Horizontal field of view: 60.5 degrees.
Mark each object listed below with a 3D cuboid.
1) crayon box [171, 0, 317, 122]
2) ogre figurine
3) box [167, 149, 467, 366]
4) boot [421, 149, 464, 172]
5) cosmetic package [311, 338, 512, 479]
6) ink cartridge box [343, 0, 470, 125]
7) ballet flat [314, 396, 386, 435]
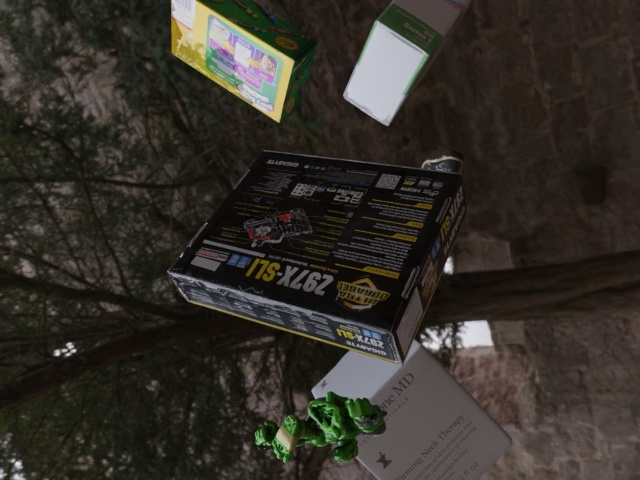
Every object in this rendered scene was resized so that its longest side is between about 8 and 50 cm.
[{"bbox_3d":[-0.155,-0.372,1.058,0.081,0.278,0.165,-53,-7,-32],"label":"crayon box"},{"bbox_3d":[0.013,0.265,0.790,0.118,0.197,0.097,21,-150,-47],"label":"ogre figurine"},{"bbox_3d":[0.000,0.000,0.730,0.257,0.322,0.079,-60,-33,-32],"label":"box"},{"bbox_3d":[0.325,-0.165,1.557,0.198,0.077,0.137,138,150,-77],"label":"boot"},{"bbox_3d":[0.242,0.493,1.559,0.394,0.329,0.327,46,176,-12],"label":"cosmetic package"},{"bbox_3d":[0.181,-0.396,1.077,0.278,0.117,0.201,-55,-2,-30],"label":"ink cartridge box"},{"bbox_3d":[0.061,0.357,1.126,0.049,0.173,0.057,34,-110,-53],"label":"ballet flat"}]
